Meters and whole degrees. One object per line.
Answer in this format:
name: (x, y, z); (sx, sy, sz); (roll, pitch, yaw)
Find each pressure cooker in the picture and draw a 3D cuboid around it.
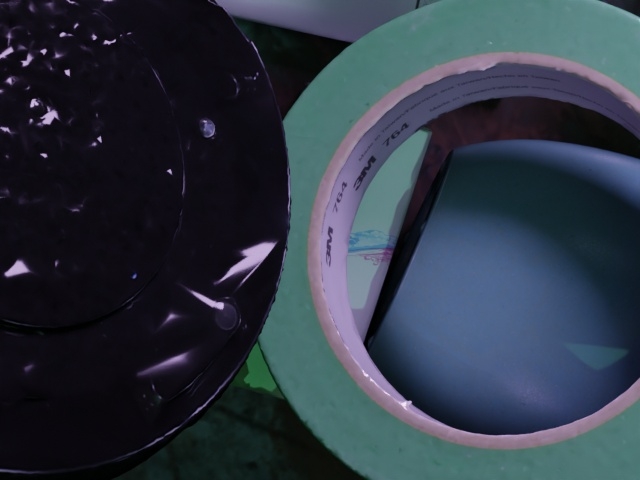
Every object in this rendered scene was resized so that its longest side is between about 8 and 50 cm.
pressure cooker: (-0.268, -0.007, 0.964); (0.375, 0.420, 0.370); (44, 58, -23)

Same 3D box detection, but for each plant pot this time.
plant pot: (0.162, 0.063, 1.119); (0.235, 0.293, 0.293); (23, 95, 0)

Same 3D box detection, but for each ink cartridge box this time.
ink cartridge box: (0.000, 0.000, 1.133); (0.093, 0.154, 0.212); (16, 96, -6)

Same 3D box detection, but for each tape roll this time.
tape roll: (0.115, 0.009, 0.962); (0.321, 0.077, 0.321); (-2, 81, 14)

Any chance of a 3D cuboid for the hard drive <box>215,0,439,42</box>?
hard drive: (0.027, -0.249, 1.156); (0.307, 0.040, 0.203); (11, 98, -11)
